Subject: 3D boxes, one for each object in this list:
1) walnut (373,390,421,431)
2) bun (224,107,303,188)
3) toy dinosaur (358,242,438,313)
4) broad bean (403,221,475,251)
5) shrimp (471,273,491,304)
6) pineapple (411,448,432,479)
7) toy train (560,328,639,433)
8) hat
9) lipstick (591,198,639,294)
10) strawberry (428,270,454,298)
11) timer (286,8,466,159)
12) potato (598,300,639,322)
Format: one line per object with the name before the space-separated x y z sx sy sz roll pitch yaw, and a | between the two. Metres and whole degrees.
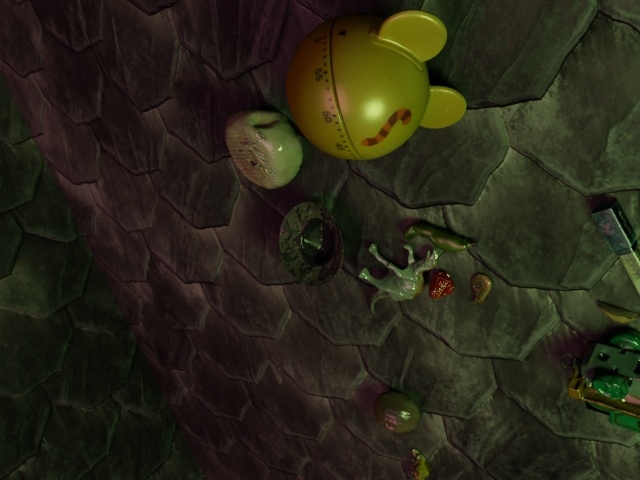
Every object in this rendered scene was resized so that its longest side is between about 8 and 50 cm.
walnut | 0.256 0.575 2.155 0.162 0.140 0.140 33 136 34
bun | -0.162 -0.280 1.923 0.273 0.168 0.272 33 147 25
toy dinosaur | 0.206 0.124 1.930 0.206 0.092 0.392 33 133 14
broad bean | 0.322 -0.007 1.757 0.214 0.048 0.070 15 126 36
shrimp | 0.436 0.133 1.773 0.059 0.023 0.108 43 139 24
pineapple | 0.355 0.794 2.278 0.077 0.114 0.114 -13 93 8
toy train | 0.788 0.371 1.519 0.429 0.178 0.249 13 136 36
hat | 0.000 0.000 1.994 0.266 0.128 0.265 11 110 32
lipstick | 0.712 0.055 1.450 0.051 0.051 0.312 -24 101 46
strawberry | 0.339 0.131 1.814 0.073 0.083 0.073 23 139 22
timer | 0.127 -0.365 1.501 0.387 0.376 0.376 -10 112 21
potato | 0.713 0.182 1.547 0.093 0.037 0.036 20 134 30
